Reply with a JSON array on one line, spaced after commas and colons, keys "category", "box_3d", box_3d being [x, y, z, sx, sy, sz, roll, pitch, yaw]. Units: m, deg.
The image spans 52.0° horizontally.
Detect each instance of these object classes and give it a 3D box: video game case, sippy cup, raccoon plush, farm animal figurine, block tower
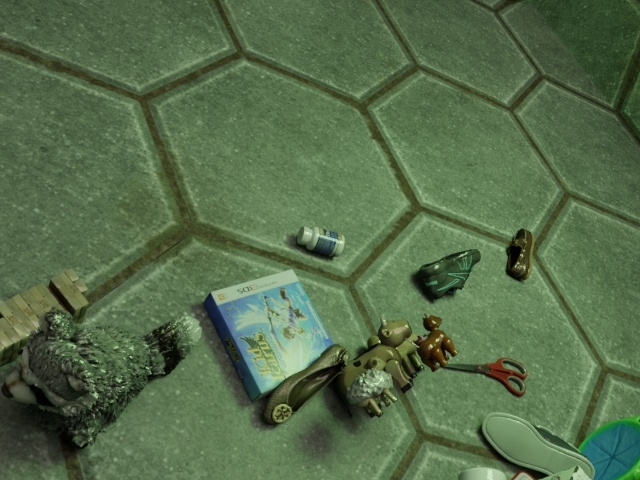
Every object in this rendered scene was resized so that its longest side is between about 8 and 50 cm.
[{"category": "video game case", "box_3d": [-0.112, 0.217, 1.565, 0.244, 0.061, 0.269, -15, 65, -37]}, {"category": "sippy cup", "box_3d": [0.823, 0.630, 1.714, 0.224, 0.305, 0.240, 47, 4, -5]}, {"category": "raccoon plush", "box_3d": [-0.392, 0.186, 1.251, 0.216, 0.299, 0.446, 41, 45, 4]}, {"category": "farm animal figurine", "box_3d": [0.166, 0.279, 1.583, 0.327, 0.330, 0.172, -35, 80, -15]}, {"category": "block tower", "box_3d": [-0.609, 0.177, 1.271, 0.091, 0.097, 0.335, 47, 47, 10]}]

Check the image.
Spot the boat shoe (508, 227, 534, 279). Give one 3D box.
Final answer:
[{"category": "boat shoe", "box_3d": [0.659, 0.033, 2.168, 0.073, 0.073, 0.207, 28, 46, -13]}]

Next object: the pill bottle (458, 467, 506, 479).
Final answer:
[{"category": "pill bottle", "box_3d": [0.365, 0.655, 1.448, 0.152, 0.152, 0.272, 21, 48, -16]}]

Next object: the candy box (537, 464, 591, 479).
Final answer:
[{"category": "candy box", "box_3d": [0.545, 0.643, 1.558, 0.070, 0.165, 0.196, 48, 46, 7]}]

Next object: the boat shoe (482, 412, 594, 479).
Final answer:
[{"category": "boat shoe", "box_3d": [0.555, 0.536, 1.704, 0.302, 0.114, 0.091, 32, 5, 5]}]

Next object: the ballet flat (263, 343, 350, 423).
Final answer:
[{"category": "ballet flat", "box_3d": [-0.024, 0.327, 1.480, 0.250, 0.084, 0.058, -36, 40, -26]}]

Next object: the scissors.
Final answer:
[{"category": "scissors", "box_3d": [0.460, 0.353, 1.839, 0.297, 0.021, 0.109, 21, 50, -15]}]

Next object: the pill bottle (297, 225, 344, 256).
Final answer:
[{"category": "pill bottle", "box_3d": [0.000, 0.000, 1.797, 0.120, 0.067, 0.067, 17, 49, -20]}]

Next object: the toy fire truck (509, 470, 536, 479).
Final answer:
[{"category": "toy fire truck", "box_3d": [0.428, 0.621, 1.317, 0.302, 0.169, 0.254, -14, 46, -46]}]

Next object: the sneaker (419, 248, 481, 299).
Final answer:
[{"category": "sneaker", "box_3d": [0.395, 0.096, 1.963, 0.267, 0.101, 0.106, -18, 89, -40]}]
